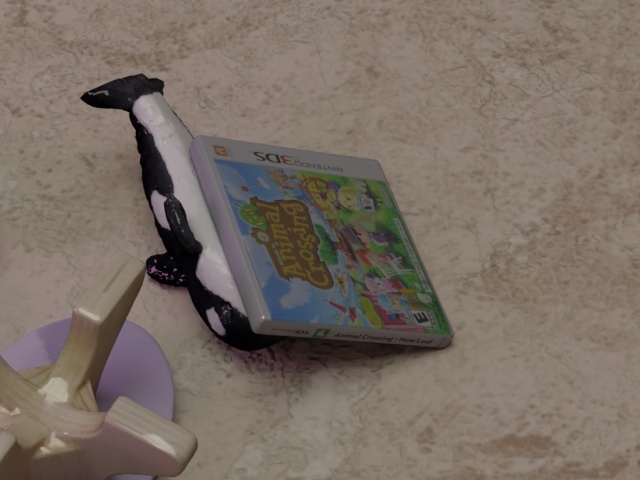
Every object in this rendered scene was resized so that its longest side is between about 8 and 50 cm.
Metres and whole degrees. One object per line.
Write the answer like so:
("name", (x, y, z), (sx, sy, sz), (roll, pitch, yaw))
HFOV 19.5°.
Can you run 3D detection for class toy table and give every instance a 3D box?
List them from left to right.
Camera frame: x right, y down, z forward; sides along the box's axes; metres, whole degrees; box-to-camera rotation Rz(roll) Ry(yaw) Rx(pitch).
("toy table", (-0.216, 0.137, 1.462), (0.252, 0.161, 0.274), (18, 56, 3))

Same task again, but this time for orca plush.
("orca plush", (-0.132, -0.010, 1.627), (0.102, 0.151, 0.287), (-40, 79, 20))

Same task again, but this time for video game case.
("video game case", (0.000, 0.000, 1.602), (0.193, 0.023, 0.212), (6, 45, -32))
